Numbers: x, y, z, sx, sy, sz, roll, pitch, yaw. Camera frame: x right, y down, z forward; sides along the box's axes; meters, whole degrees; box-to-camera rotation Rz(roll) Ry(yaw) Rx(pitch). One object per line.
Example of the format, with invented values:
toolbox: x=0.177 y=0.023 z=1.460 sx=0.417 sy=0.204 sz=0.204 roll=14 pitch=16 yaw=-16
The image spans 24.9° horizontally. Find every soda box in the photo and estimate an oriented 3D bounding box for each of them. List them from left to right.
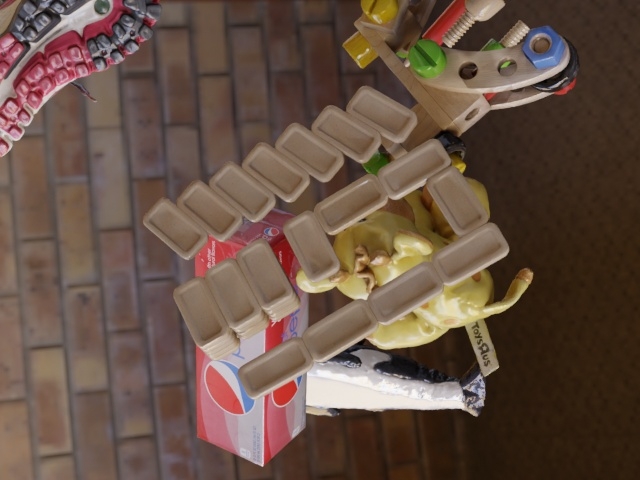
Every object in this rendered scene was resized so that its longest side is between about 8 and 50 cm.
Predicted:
soda box: x=-0.069 y=0.094 z=1.473 sx=0.092 sy=0.083 sz=0.263 roll=19 pitch=125 yaw=27

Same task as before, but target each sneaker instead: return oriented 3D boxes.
sneaker: x=-0.268 y=-0.153 z=1.252 sx=0.121 sy=0.299 sz=0.112 roll=61 pitch=-178 yaw=-22

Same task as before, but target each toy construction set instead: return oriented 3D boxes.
toy construction set: x=0.109 y=-0.182 z=1.539 sx=0.237 sy=0.257 sz=0.309 roll=-48 pitch=1 yaw=7

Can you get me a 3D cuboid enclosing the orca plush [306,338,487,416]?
orca plush: x=0.054 y=0.135 z=1.712 sx=0.151 sy=0.287 sz=0.102 roll=72 pitch=-160 yaw=-56

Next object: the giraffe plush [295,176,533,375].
giraffe plush: x=0.069 y=0.020 z=1.323 sx=0.181 sy=0.170 sz=0.210 roll=-49 pitch=48 yaw=16

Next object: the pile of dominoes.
pile of dominoes: x=0.000 y=0.000 z=1.167 sx=0.196 sy=0.251 sz=0.040 roll=61 pitch=-178 yaw=26
